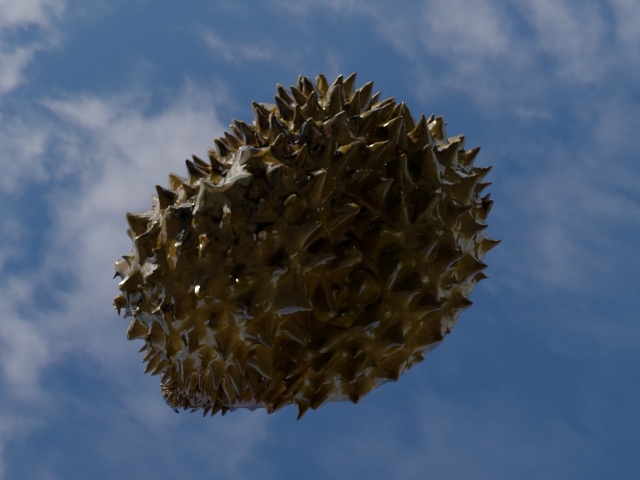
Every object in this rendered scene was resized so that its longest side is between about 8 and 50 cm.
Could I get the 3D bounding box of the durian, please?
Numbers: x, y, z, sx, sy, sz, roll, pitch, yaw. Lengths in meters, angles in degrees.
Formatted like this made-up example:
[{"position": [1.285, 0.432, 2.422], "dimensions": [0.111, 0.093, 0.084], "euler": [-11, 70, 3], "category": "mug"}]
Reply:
[{"position": [-0.008, -0.009, 0.587], "dimensions": [0.249, 0.138, 0.183], "euler": [-46, -138, -19], "category": "durian"}]
